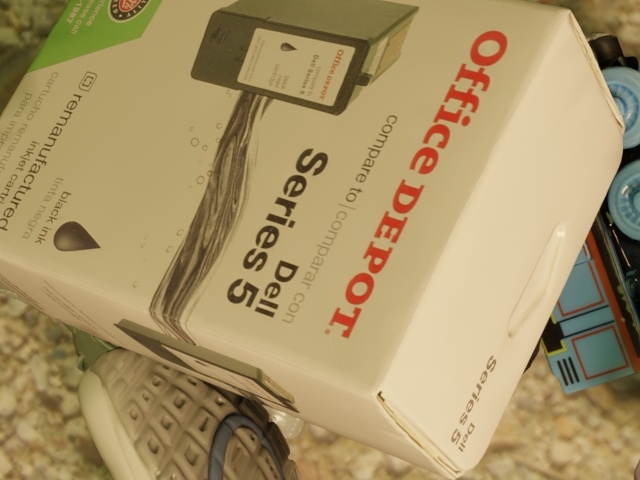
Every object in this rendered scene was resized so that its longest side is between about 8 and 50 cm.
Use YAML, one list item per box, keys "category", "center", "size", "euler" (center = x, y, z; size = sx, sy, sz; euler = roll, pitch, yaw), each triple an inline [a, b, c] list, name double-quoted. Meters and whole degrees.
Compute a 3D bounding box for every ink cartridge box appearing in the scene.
- category: "ink cartridge box"
  center: [-0.020, -0.030, 0.715]
  size: [0.273, 0.115, 0.198]
  euler: [17, 72, 32]

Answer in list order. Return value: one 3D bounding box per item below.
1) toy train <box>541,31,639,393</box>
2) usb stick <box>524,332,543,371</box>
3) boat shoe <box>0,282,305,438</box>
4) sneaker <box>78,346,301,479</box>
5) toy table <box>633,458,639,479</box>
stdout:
- category: "toy train"
  center: [0.148, -0.012, 0.763]
  size: [0.105, 0.080, 0.184]
  euler: [-21, 87, 26]
- category: "usb stick"
  center: [0.000, 0.000, 0.800]
  size: [0.278, 0.045, 0.077]
  euler: [21, 109, 33]
- category: "boat shoe"
  center: [-0.106, 0.058, 0.856]
  size: [0.228, 0.079, 0.081]
  euler: [17, 95, 15]
- category: "sneaker"
  center: [-0.057, 0.193, 0.807]
  size: [0.129, 0.111, 0.297]
  euler: [-22, 104, 30]
- category: "toy table"
  center: [0.290, 0.082, 0.643]
  size: [0.274, 0.252, 0.161]
  euler: [-49, 61, 27]
